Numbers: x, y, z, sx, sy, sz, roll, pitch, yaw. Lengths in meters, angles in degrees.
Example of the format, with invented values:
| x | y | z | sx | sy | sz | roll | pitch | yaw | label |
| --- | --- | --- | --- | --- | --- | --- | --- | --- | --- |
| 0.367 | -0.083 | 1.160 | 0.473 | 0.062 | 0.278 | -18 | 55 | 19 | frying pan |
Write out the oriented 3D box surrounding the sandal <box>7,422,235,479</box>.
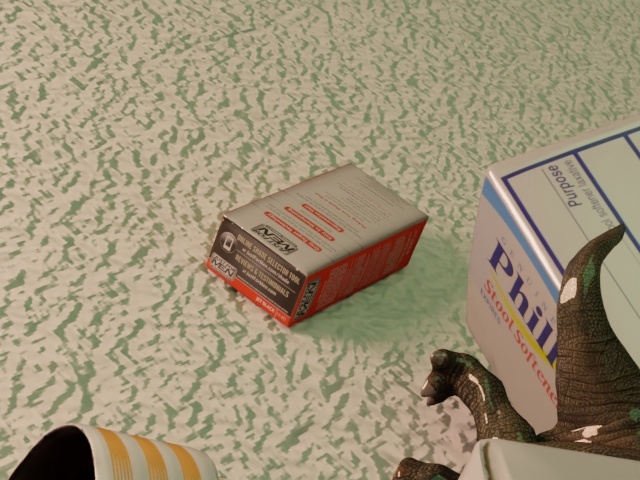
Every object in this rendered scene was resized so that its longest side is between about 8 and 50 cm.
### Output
| x | y | z | sx | sy | sz | roll | pitch | yaw | label |
| --- | --- | --- | --- | --- | --- | --- | --- | --- | --- |
| -0.120 | 0.128 | 0.702 | 0.265 | 0.076 | 0.102 | 2 | 36 | -29 | sandal |

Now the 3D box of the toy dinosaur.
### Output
| x | y | z | sx | sy | sz | roll | pitch | yaw | label |
| --- | --- | --- | --- | --- | --- | --- | --- | --- | --- |
| 0.097 | 0.146 | 0.712 | 0.160 | 0.121 | 0.313 | 23 | 64 | 17 | toy dinosaur |

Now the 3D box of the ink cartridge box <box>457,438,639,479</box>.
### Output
| x | y | z | sx | sy | sz | roll | pitch | yaw | label |
| --- | --- | --- | --- | --- | --- | --- | --- | --- | --- |
| 0.101 | 0.222 | 0.468 | 0.223 | 0.307 | 0.129 | 11 | 33 | -18 | ink cartridge box |

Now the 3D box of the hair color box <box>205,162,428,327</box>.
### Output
| x | y | z | sx | sy | sz | roll | pitch | yaw | label |
| --- | --- | --- | --- | --- | --- | --- | --- | --- | --- |
| 0.000 | 0.000 | 1.008 | 0.072 | 0.043 | 0.141 | 36 | 33 | 22 | hair color box |

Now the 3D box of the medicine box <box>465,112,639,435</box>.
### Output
| x | y | z | sx | sy | sz | roll | pitch | yaw | label |
| --- | --- | --- | --- | --- | --- | --- | --- | --- | --- |
| 0.264 | 0.054 | 0.847 | 0.289 | 0.149 | 0.263 | -20 | 56 | -13 | medicine box |
